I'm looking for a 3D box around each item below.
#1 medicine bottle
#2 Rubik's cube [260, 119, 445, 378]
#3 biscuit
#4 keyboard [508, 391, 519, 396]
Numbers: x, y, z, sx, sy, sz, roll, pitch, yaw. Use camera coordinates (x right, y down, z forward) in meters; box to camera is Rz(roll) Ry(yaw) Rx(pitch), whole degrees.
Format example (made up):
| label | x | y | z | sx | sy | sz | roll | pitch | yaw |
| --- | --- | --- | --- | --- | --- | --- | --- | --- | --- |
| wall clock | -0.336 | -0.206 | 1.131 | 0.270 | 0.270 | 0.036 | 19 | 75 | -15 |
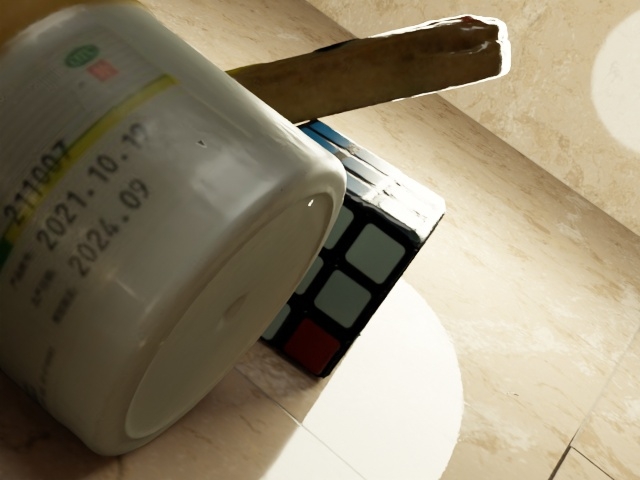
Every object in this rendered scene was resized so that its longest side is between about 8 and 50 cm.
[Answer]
| label | x | y | z | sx | sy | sz | roll | pitch | yaw |
| --- | --- | --- | --- | --- | --- | --- | --- | --- | --- |
| medicine bottle | -0.140 | -0.022 | 0.617 | 0.232 | 0.238 | 0.238 | 38 | 21 | 13 |
| Rubik's cube | 0.000 | 0.000 | 0.880 | 0.162 | 0.163 | 0.160 | 36 | 20 | 6 |
| biscuit | -0.029 | -0.148 | 0.916 | 0.394 | 0.076 | 0.368 | -13 | 8 | 0 |
| keyboard | 0.232 | 0.279 | 0.772 | 0.103 | 0.041 | 0.381 | 13 | 34 | -43 |
